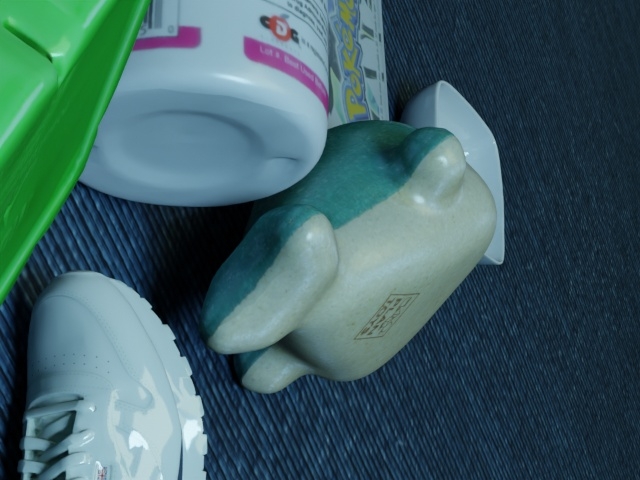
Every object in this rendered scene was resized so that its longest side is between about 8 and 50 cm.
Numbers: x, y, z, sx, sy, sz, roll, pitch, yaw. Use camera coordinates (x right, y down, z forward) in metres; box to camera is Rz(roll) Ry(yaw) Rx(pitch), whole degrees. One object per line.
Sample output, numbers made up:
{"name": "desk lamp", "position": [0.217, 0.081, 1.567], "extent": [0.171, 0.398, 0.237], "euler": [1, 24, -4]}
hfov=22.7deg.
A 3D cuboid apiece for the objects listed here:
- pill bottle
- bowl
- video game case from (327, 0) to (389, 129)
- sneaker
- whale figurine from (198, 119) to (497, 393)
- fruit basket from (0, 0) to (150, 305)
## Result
{"name": "pill bottle", "position": [-0.075, -0.177, 0.935], "extent": [0.160, 0.160, 0.283], "euler": [38, 46, -54]}
{"name": "bowl", "position": [0.110, -0.055, 1.392], "extent": [0.142, 0.053, 0.142], "euler": [39, 46, -53]}
{"name": "video game case", "position": [-0.029, -0.203, 1.192], "extent": [0.300, 0.036, 0.329], "euler": [32, 51, -57]}
{"name": "sneaker", "position": [-0.116, 0.130, 0.806], "extent": [0.095, 0.090, 0.235], "euler": [0, 77, -55]}
{"name": "whale figurine", "position": [0.000, 0.000, 1.013], "extent": [0.141, 0.216, 0.272], "euler": [45, 21, 16]}
{"name": "fruit basket", "position": [-0.256, -0.090, 0.495], "extent": [0.392, 0.283, 0.392], "euler": [16, 41, -15]}
